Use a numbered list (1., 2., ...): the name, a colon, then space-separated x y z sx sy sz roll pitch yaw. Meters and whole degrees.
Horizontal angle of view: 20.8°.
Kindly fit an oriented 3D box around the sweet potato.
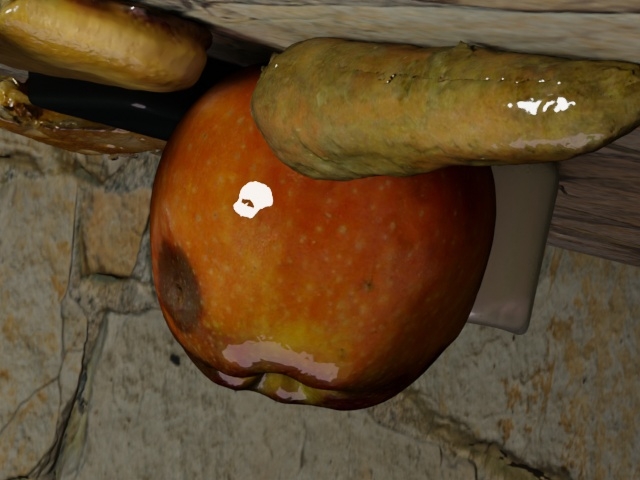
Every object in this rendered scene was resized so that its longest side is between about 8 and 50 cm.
1. sweet potato: 0.050 -0.066 0.850 0.075 0.075 0.273 13 175 -35

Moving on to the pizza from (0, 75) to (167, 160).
1. pizza: -0.169 -0.112 1.414 0.194 0.069 0.154 -1 169 24

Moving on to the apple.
1. apple: 0.000 0.000 1.103 0.230 0.230 0.230 13 180 0

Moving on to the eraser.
1. eraser: 0.041 -0.020 1.455 0.331 0.150 0.331 15 180 0

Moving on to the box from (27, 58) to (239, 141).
1. box: -0.083 -0.096 1.268 0.230 0.050 0.160 14 175 -40

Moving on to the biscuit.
1. biscuit: -0.176 -0.126 1.064 0.154 0.045 0.299 12 -179 -36
